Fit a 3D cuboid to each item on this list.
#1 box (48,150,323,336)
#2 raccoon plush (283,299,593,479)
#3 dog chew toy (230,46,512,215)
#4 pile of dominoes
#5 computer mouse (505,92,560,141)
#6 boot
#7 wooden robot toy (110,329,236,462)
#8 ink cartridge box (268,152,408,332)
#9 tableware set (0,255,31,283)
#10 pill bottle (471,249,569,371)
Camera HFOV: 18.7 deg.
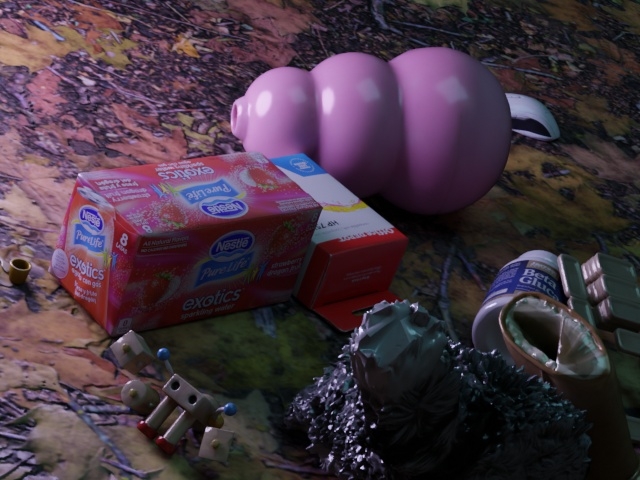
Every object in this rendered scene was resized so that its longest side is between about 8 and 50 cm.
[{"bbox_3d":[-0.139,-0.001,2.033,0.257,0.128,0.122,-9,40,-44],"label":"box"},{"bbox_3d":[0.071,0.107,1.730,0.216,0.446,0.299,-32,50,-17],"label":"raccoon plush"},{"bbox_3d":[0.057,-0.138,2.345,0.331,0.207,0.206,3,31,-14],"label":"dog chew toy"},{"bbox_3d":[0.350,0.132,2.167,0.196,0.040,0.251,16,49,-31],"label":"pile of dominoes"},{"bbox_3d":[0.250,-0.192,2.717,0.193,0.042,0.106,16,27,-7],"label":"computer mouse"},{"bbox_3d":[0.277,0.198,1.822,0.089,0.269,0.236,-42,50,-18],"label":"boot"},{"bbox_3d":[-0.131,0.162,1.844,0.173,0.076,0.079,37,-3,28],"label":"wooden robot toy"},{"bbox_3d":[0.000,0.000,2.176,0.134,0.078,0.231,-13,43,-46],"label":"ink cartridge box"},{"bbox_3d":[-0.360,0.034,1.938,0.154,0.024,0.104,-8,39,-43],"label":"tableware set"},{"bbox_3d":[0.232,0.075,2.178,0.094,0.094,0.169,24,28,6],"label":"pill bottle"}]
